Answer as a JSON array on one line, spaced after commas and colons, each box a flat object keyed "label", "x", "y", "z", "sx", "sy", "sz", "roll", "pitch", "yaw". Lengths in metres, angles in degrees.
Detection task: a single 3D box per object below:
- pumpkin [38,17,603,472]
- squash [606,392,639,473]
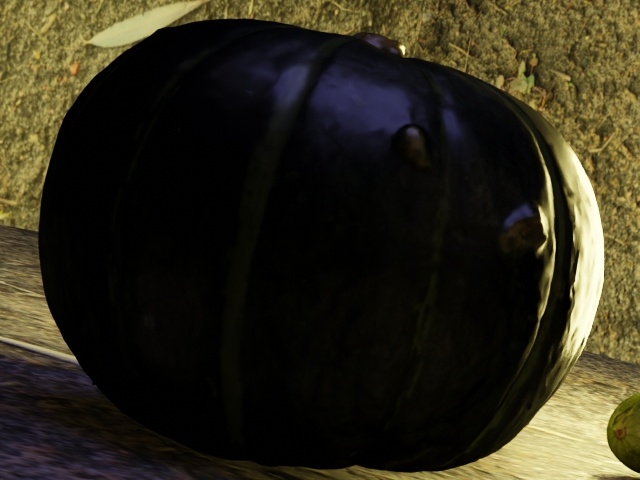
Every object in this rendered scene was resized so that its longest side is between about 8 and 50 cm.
[{"label": "pumpkin", "x": 0.000, "y": 0.000, "z": 1.120, "sx": 0.323, "sy": 0.241, "sz": 0.323, "roll": 9, "pitch": 5, "yaw": -1}, {"label": "squash", "x": 0.292, "y": 0.154, "z": 1.475, "sx": 0.201, "sy": 0.066, "sz": 0.066, "roll": 15, "pitch": -1, "yaw": -36}]
